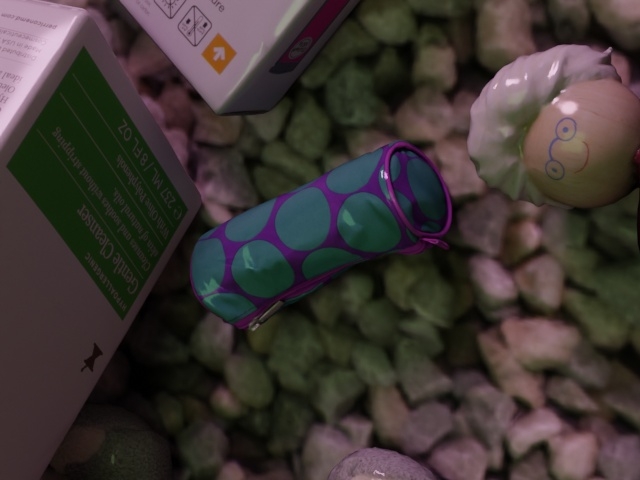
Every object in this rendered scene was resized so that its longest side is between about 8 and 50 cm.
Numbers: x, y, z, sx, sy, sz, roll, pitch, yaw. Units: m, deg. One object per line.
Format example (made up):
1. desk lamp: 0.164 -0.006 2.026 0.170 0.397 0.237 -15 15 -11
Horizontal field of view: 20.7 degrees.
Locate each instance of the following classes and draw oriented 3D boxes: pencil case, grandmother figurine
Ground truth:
1. pencil case: 0.000 0.000 1.012 0.152 0.064 0.070 -27 66 30
2. grandmother figurine: 0.232 -0.022 0.859 0.342 0.104 0.207 19 95 24

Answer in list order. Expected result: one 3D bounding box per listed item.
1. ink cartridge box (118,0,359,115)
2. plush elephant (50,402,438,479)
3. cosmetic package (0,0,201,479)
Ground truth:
1. ink cartridge box: 0.008 -0.260 0.983 0.175 0.069 0.371 49 118 18
2. plush elephant: -0.114 0.269 0.994 0.272 0.255 0.330 14 102 28
3. cosmetic package: -0.240 0.054 0.980 0.155 0.197 0.365 14 64 28
